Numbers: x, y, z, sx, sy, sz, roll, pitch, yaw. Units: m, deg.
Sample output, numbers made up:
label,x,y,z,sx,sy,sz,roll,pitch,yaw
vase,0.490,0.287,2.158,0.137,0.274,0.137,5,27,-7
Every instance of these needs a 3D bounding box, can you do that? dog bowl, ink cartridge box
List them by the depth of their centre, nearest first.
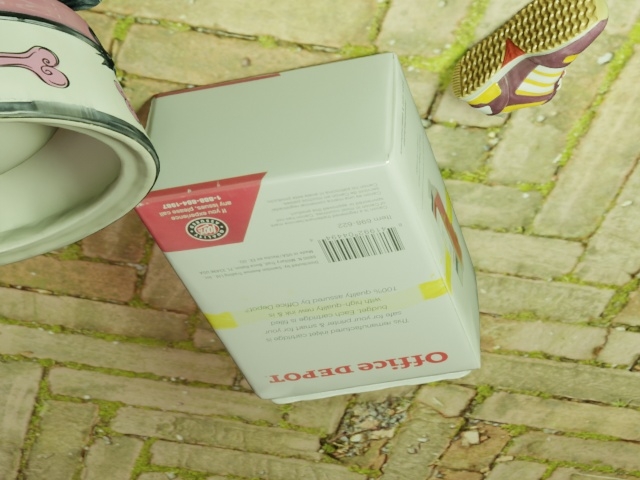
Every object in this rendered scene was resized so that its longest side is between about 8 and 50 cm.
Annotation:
label,x,y,z,sx,sy,sz,roll,pitch,yaw
dog bowl,-0.362,-0.094,1.321,0.407,0.150,0.408,-13,164,-4
ink cartridge box,0.000,0.000,1.578,0.279,0.160,0.385,-9,140,15

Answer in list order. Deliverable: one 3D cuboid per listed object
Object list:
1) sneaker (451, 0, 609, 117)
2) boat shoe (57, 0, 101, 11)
label,x,y,z,sx,sy,sz,roll,pitch,yaw
sneaker,0.221,-0.183,1.422,0.084,0.070,0.185,24,143,-38
boat shoe,-0.213,-0.268,1.318,0.083,0.065,0.183,26,154,-35
